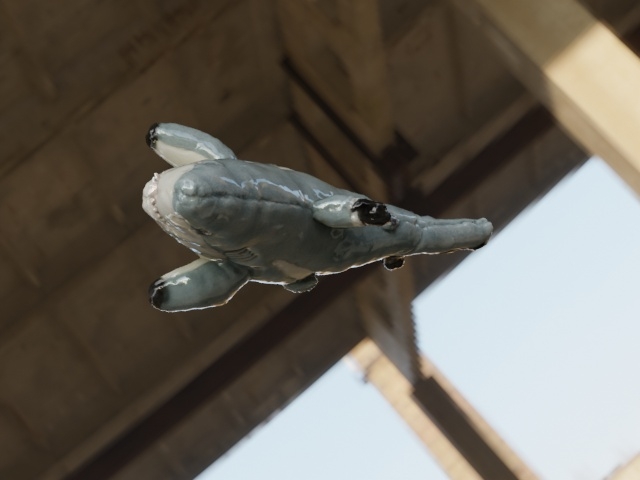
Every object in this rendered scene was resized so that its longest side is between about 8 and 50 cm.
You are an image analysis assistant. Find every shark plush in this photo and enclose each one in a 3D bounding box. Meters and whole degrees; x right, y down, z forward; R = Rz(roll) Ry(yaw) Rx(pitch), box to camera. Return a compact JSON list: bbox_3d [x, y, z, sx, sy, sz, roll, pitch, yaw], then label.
[{"bbox_3d":[0.000,0.000,0.622,0.161,0.073,0.067,19,-22,-31],"label":"shark plush"}]
